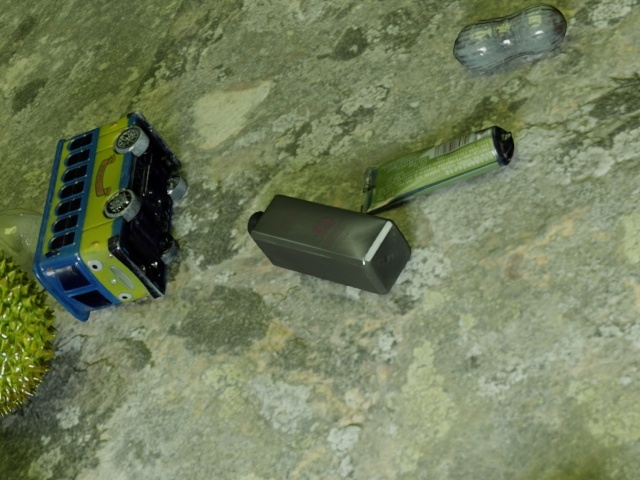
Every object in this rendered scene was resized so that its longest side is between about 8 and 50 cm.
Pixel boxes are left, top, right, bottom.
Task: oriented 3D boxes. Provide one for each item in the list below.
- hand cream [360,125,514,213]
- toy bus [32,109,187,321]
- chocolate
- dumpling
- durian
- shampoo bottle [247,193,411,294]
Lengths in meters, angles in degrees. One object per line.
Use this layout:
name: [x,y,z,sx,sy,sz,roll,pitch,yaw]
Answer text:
hand cream: [0.157,-0.099,1.644,0.235,0.055,0.086,-19,42,29]
toy bus: [-0.314,-0.038,1.829,0.175,0.138,0.287,-17,45,19]
chocolate: [0.265,-0.285,1.715,0.167,0.072,0.072,-12,48,22]
dumpling: [-0.482,0.026,1.919,0.181,0.111,0.155,2,85,43]
durian: [-0.499,0.122,1.715,0.291,0.291,0.224,11,57,39]
shampoo bottle: [0.000,0.000,1.629,0.246,0.079,0.080,14,61,41]
